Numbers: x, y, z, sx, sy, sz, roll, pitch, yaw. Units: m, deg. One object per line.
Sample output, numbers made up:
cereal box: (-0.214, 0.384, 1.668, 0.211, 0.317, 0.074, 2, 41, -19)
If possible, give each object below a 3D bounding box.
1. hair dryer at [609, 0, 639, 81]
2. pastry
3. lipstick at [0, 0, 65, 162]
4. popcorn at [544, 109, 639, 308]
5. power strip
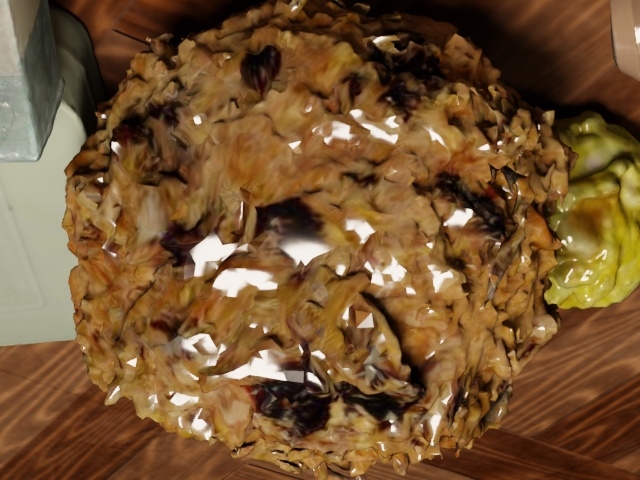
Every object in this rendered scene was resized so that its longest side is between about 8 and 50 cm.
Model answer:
hair dryer: (0.191, -0.156, 0.748, 0.117, 0.064, 0.182, -7, 137, 13)
pastry: (0.000, 0.000, 0.818, 0.275, 0.275, 0.193, -3, 164, 6)
lipstick: (-0.167, -0.171, 0.661, 0.066, 0.068, 0.317, 2, 135, 4)
popcorn: (0.140, -0.019, 0.899, 0.106, 0.121, 0.116, -47, 164, 25)
power strip: (-0.246, -0.011, 0.893, 0.261, 0.141, 0.229, -4, 144, 2)
